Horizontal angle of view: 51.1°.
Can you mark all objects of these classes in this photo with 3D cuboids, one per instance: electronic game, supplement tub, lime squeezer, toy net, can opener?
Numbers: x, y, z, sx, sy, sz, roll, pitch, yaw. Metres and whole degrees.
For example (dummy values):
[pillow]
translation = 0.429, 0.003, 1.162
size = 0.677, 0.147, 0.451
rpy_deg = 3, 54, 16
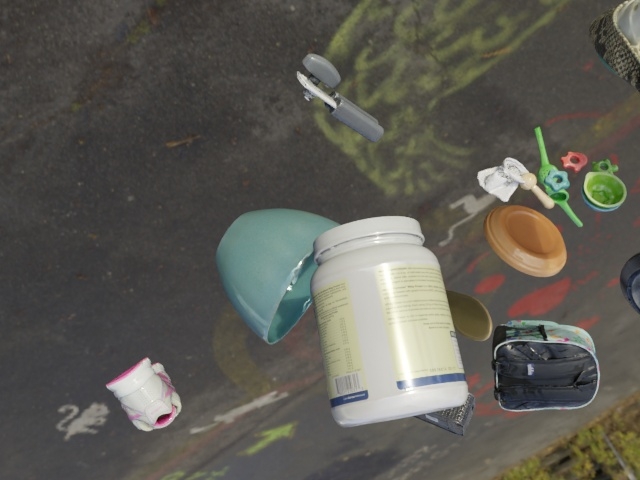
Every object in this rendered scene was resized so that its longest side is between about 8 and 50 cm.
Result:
[electronic game]
translation = 0.710, 0.107, 1.326
size = 0.048, 0.229, 0.229
rpy_deg = -45, 159, -29
[supplement tub]
translation = 0.110, 0.143, 1.169
size = 0.235, 0.325, 0.235
rpy_deg = -9, 163, -3
[lime squeezer]
translation = 0.640, -0.154, 1.842
size = 0.058, 0.310, 0.110
rpy_deg = -25, -170, 21
[toy net]
translation = 0.382, -0.111, 1.114
size = 0.232, 0.122, 0.045
rpy_deg = 10, 154, 6
[can opener]
translation = 0.053, -0.328, 1.581
size = 0.093, 0.074, 0.280
rpy_deg = -43, 131, 19

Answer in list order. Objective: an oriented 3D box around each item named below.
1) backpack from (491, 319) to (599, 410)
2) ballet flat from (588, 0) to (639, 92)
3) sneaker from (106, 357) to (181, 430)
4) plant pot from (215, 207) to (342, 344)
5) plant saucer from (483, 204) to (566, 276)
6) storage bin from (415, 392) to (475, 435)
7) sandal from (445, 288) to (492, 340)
[backpack]
translation = 0.578, 0.318, 1.721
size = 0.253, 0.191, 0.225
rpy_deg = -2, 112, 20
[ballet flat]
translation = 0.540, -0.265, 0.983
size = 0.164, 0.483, 0.182
rpy_deg = -12, 139, 5
[sneaker]
translation = -0.308, 0.290, 1.204
size = 0.103, 0.111, 0.252
rpy_deg = -35, 171, -11
[plant pot]
translation = -0.106, 0.045, 1.421
size = 0.290, 0.195, 0.290
rpy_deg = -54, 167, -19
[plant saucer]
translation = 0.458, -0.008, 1.482
size = 0.199, 0.200, 0.037
rpy_deg = -6, 142, -28
[storage bin]
translation = 0.291, 0.411, 1.693
size = 0.084, 0.180, 0.122
rpy_deg = -62, 155, -22
[sandal]
translation = 0.337, 0.166, 1.564
size = 0.079, 0.240, 0.088
rpy_deg = 16, 98, -35
